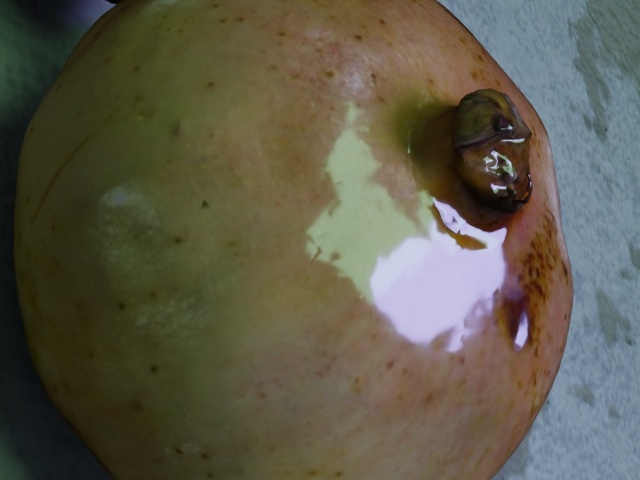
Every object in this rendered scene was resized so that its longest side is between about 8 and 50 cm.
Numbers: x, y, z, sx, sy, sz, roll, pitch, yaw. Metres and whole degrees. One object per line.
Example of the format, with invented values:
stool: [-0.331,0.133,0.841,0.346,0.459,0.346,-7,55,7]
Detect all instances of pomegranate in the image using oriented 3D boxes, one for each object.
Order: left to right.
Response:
pomegranate: [0.000,0.000,0.899,0.338,0.338,0.338,30,51,-45]

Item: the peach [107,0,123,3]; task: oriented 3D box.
peach: [-0.101,-0.252,0.993,0.232,0.232,0.232,30,51,-45]
